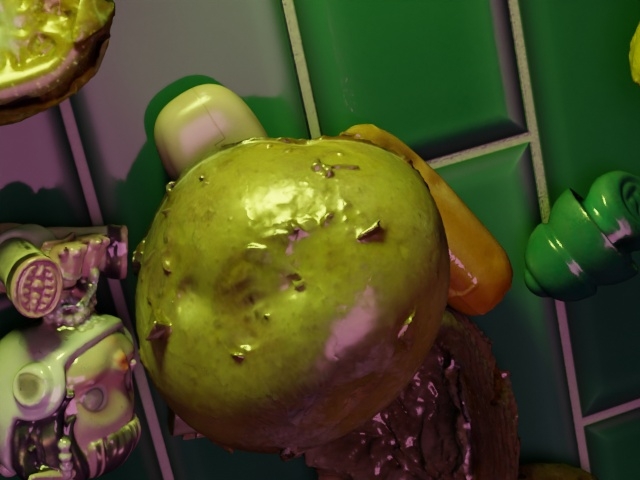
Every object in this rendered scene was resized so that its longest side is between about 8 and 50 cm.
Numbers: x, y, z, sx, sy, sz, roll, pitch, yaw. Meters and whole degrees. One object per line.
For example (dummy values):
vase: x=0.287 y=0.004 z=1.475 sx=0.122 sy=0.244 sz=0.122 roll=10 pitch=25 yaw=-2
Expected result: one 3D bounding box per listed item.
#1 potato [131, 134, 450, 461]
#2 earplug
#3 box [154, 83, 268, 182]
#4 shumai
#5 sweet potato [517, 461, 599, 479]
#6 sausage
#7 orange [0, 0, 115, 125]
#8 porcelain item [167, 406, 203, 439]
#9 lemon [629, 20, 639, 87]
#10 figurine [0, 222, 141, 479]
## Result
potato: x=-0.037 y=0.092 z=1.664 sx=0.385 sy=0.319 sz=0.442 roll=33 pitch=115 yaw=-26
earplug: x=0.442 y=0.003 z=1.964 sx=0.280 sy=0.164 sz=0.257 roll=-34 pitch=149 yaw=7
box: x=-0.141 y=-0.117 z=1.764 sx=0.146 sy=0.088 sz=0.200 roll=-34 pitch=113 yaw=-5
shumai: x=0.141 y=0.289 z=1.942 sx=0.283 sy=0.217 sz=0.346 roll=-19 pitch=84 yaw=27
sweet potato: x=0.268 y=0.427 z=2.029 sx=0.423 sy=0.130 sz=0.130 roll=-16 pitch=109 yaw=-18
sausage: x=0.139 y=-0.037 z=1.857 sx=0.354 sy=0.116 sz=0.134 roll=46 pitch=72 yaw=-19
orange: x=-0.454 y=-0.275 z=1.556 sx=0.369 sy=0.210 sz=0.270 roll=20 pitch=76 yaw=-22
porcelain item: x=-0.118 y=0.254 z=1.897 sx=0.213 sy=0.054 sz=0.084 roll=2 pitch=106 yaw=-18
lemon: x=0.590 y=-0.289 z=1.854 sx=0.261 sy=0.260 sz=0.284 roll=24 pitch=87 yaw=-21
figurine: x=-0.351 y=0.152 z=1.719 sx=0.253 sy=0.211 sz=0.361 roll=-19 pitch=108 yaw=-52
